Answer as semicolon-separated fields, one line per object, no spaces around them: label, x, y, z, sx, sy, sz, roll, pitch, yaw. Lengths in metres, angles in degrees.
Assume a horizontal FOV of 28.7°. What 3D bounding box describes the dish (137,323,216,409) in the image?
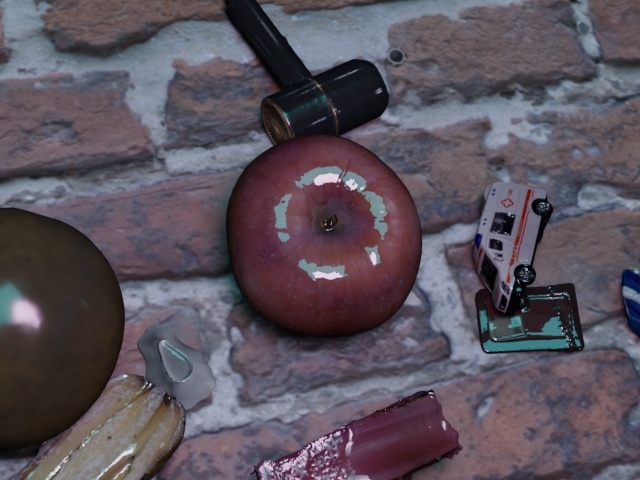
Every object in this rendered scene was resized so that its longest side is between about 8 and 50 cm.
dish;-0.212;0.175;1.798;0.091;0.039;0.137;-29;74;-17

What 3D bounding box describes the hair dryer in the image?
hair dryer;-0.054;-0.307;2.004;0.189;0.107;0.352;-26;67;-19

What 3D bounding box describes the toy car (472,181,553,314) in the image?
toy car;0.281;0.011;1.897;0.108;0.089;0.210;16;58;5

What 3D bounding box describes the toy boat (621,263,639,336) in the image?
toy boat;0.570;0.060;1.937;0.210;0.070;0.292;16;62;-5

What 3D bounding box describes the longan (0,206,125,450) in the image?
longan;-0.411;0.116;1.668;0.319;0.319;0.319;3;66;-6

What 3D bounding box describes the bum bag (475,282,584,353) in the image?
bum bag;0.317;0.121;1.901;0.159;0.026;0.109;-2;67;-2

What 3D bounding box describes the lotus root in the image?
lotus root;-0.318;0.334;1.702;0.167;0.078;0.329;34;66;33

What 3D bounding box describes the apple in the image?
apple;0.000;0.000;1.796;0.305;0.235;0.306;2;69;-5

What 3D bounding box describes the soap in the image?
soap;0.030;0.310;1.687;0.289;0.182;0.112;-14;67;-40
